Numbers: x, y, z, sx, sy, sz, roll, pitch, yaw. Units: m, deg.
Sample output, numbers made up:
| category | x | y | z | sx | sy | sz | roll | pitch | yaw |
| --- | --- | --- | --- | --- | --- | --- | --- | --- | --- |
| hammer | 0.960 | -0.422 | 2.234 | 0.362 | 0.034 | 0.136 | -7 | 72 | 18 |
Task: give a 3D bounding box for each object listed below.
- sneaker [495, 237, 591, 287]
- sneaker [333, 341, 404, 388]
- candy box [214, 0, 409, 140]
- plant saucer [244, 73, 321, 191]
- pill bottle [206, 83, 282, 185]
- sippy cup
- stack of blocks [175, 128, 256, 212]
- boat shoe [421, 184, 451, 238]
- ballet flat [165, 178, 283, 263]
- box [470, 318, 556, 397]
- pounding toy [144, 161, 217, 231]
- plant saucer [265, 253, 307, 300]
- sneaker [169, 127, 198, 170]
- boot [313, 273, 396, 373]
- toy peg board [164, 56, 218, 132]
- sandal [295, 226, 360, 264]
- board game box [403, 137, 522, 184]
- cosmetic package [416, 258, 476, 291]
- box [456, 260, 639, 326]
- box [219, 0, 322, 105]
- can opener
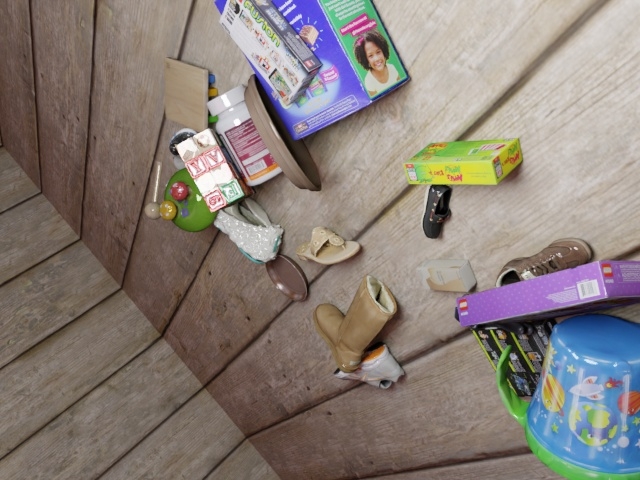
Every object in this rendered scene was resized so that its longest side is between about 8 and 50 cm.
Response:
| category | x | y | z | sx | sy | sz | roll | pitch | yaw |
| --- | --- | --- | --- | --- | --- | --- | --- | --- | --- |
| sneaker | 0.396 | 0.055 | 1.044 | 0.066 | 0.071 | 0.188 | 52 | 147 | -1 |
| sneaker | 0.134 | 0.378 | 1.650 | 0.121 | 0.099 | 0.262 | 48 | 148 | -3 |
| candy box | -0.024 | -0.380 | 1.090 | 0.268 | 0.122 | 0.317 | -10 | 114 | 55 |
| plant saucer | -0.081 | -0.218 | 1.223 | 0.277 | 0.041 | 0.278 | 57 | -169 | -18 |
| pill bottle | -0.175 | -0.251 | 1.394 | 0.121 | 0.121 | 0.221 | -7 | 116 | 53 |
| sippy cup | 0.476 | 0.256 | 0.995 | 0.306 | 0.240 | 0.224 | -4 | 110 | 1 |
| stack of blocks | -0.250 | -0.171 | 1.447 | 0.171 | 0.087 | 0.297 | 62 | -178 | -5 |
| boat shoe | 0.231 | -0.054 | 1.159 | 0.042 | 0.049 | 0.133 | 34 | 139 | 38 |
| ballet flat | -0.263 | -0.098 | 1.671 | 0.409 | 0.147 | 0.147 | 37 | 144 | 16 |
| box | 0.433 | 0.244 | 1.207 | 0.190 | 0.045 | 0.184 | 57 | 149 | -10 |
| pounding toy | -0.404 | -0.116 | 1.598 | 0.237 | 0.110 | 0.182 | 15 | 102 | 26 |
| plant saucer | -0.095 | 0.104 | 1.722 | 0.168 | 0.029 | 0.168 | 32 | 143 | 28 |
| sneaker | -0.372 | -0.263 | 1.618 | 0.085 | 0.086 | 0.237 | 12 | 164 | -12 |
| boot | 0.087 | 0.185 | 1.527 | 0.236 | 0.089 | 0.269 | 57 | 141 | 34 |
| toy peg board | -0.324 | -0.381 | 1.511 | 0.161 | 0.079 | 0.160 | 26 | 123 | 33 |
| sandal | -0.004 | 0.004 | 1.463 | 0.240 | 0.088 | 0.079 | -2 | 126 | 57 |
| board game box | 0.247 | -0.138 | 1.021 | 0.181 | 0.092 | 0.043 | 7 | 126 | 47 |
| cosmetic package | 0.268 | 0.074 | 1.243 | 0.115 | 0.041 | 0.060 | -4 | 118 | 52 |
| box | 0.400 | 0.092 | 0.963 | 0.293 | 0.201 | 0.057 | -28 | 65 | 56 |
| box | -0.093 | -0.357 | 1.050 | 0.207 | 0.036 | 0.114 | 52 | 148 | 1 |
| can opener | 0.352 | 0.152 | 1.180 | 0.186 | 0.059 | 0.073 | 18 | 110 | 54 |
